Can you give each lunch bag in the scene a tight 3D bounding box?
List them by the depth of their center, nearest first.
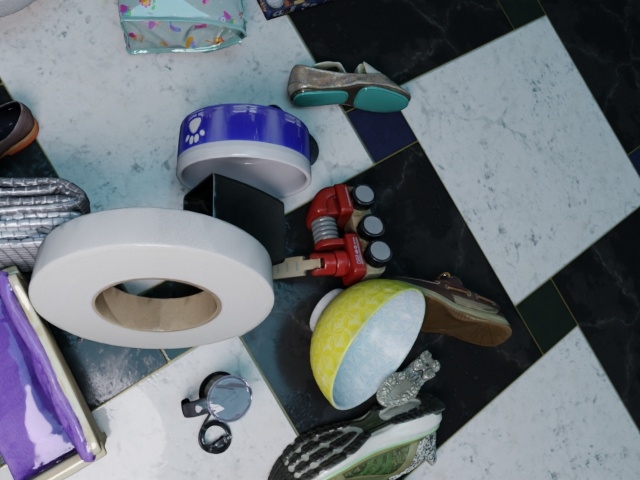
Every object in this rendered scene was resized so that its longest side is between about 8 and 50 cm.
[{"bbox_3d":[-0.299,-0.531,1.103,0.262,0.160,0.224,-8,81,-15],"label":"lunch bag"}]

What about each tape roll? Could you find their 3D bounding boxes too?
[{"bbox_3d":[-0.272,0.084,0.871,0.392,0.392,0.072,6,55,-19],"label":"tape roll"}]

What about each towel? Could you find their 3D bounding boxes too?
[{"bbox_3d":[-0.540,-0.020,0.874,0.283,0.235,0.121,-4,77,-21],"label":"towel"}]

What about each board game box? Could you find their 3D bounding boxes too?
[{"bbox_3d":[-0.061,-0.660,1.275,0.243,0.042,0.165,-27,89,-22],"label":"board game box"}]

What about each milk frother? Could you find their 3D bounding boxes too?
[{"bbox_3d":[-0.187,0.335,0.982,0.129,0.134,0.143,-32,91,-22],"label":"milk frother"}]

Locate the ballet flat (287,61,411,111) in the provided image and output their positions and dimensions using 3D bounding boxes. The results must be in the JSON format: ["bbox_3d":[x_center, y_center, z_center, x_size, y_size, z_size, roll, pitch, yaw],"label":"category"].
[{"bbox_3d":[0.073,-0.381,1.238,0.315,0.107,0.106,-1,72,-21],"label":"ballet flat"}]

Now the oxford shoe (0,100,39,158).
[{"bbox_3d":[-0.646,-0.162,0.934,0.097,0.098,0.271,40,69,-8],"label":"oxford shoe"}]

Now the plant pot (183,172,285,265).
[{"bbox_3d":[-0.173,-0.013,1.042,0.167,0.188,0.188,5,77,-32],"label":"plant pot"}]

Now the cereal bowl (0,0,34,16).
[{"bbox_3d":[-0.679,-0.574,0.977,0.338,0.141,0.339,2,83,-18],"label":"cereal bowl"}]

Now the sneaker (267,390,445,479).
[{"bbox_3d":[0.093,0.471,1.061,0.410,0.158,0.182,-17,98,-18],"label":"sneaker"}]

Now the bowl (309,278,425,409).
[{"bbox_3d":[0.071,0.188,1.074,0.289,0.289,0.156,-40,53,-22],"label":"bowl"}]

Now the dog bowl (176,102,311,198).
[{"bbox_3d":[-0.150,-0.167,1.025,0.264,0.265,0.104,4,76,-19],"label":"dog bowl"}]

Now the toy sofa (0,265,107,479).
[{"bbox_3d":[-0.509,0.236,0.864,0.150,0.177,0.363,-26,90,-22],"label":"toy sofa"}]

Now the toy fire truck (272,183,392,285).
[{"bbox_3d":[0.000,0.000,1.120,0.246,0.158,0.217,-3,63,-19],"label":"toy fire truck"}]

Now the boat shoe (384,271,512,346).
[{"bbox_3d":[0.293,0.143,1.218,0.342,0.123,0.123,18,44,-10],"label":"boat shoe"}]

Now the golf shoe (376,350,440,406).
[{"bbox_3d":[0.190,0.321,1.143,0.176,0.086,0.069,-25,69,-28],"label":"golf shoe"}]

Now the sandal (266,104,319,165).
[{"bbox_3d":[-0.069,-0.243,1.196,0.067,0.040,0.179,-35,78,-28],"label":"sandal"}]
